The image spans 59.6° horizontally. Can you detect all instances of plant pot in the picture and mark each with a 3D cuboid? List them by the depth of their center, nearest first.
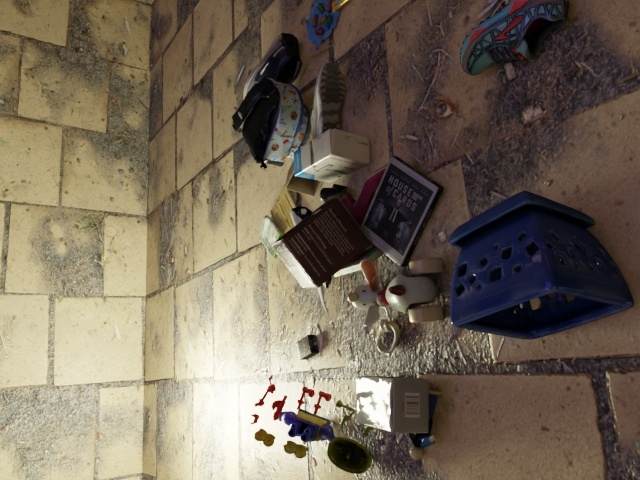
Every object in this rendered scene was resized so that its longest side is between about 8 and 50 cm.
[{"bbox_3d":[0.393,0.048,1.052,0.236,0.236,0.212,-37,48,48],"label":"plant pot"},{"bbox_3d":[-0.053,-0.229,1.870,0.109,0.109,0.096,-60,28,32],"label":"plant pot"}]

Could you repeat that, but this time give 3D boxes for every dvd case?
[{"bbox_3d":[0.208,-0.078,1.480,0.179,0.029,0.239,42,122,37],"label":"dvd case"}]

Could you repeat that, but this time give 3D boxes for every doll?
[{"bbox_3d":[0.247,0.445,1.357,0.129,0.046,0.189,26,107,62],"label":"doll"}]

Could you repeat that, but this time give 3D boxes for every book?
[{"bbox_3d":[0.109,0.061,1.582,0.144,0.096,0.035,-21,103,51],"label":"book"}]

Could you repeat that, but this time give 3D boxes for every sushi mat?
[{"bbox_3d":[-0.105,-0.043,1.984,0.151,0.019,0.317,-57,42,35],"label":"sushi mat"}]

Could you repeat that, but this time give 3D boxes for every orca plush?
[{"bbox_3d":[0.000,0.000,1.753,0.102,0.151,0.287,-30,52,14],"label":"orca plush"}]

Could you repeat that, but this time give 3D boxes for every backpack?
[{"bbox_3d":[-0.154,-0.419,1.951,0.276,0.213,0.263,56,138,36],"label":"backpack"}]

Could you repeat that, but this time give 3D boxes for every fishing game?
[{"bbox_3d":[0.000,-0.773,1.927,0.189,0.041,0.264,2,86,54],"label":"fishing game"}]

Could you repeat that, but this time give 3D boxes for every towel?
[{"bbox_3d":[-0.188,-0.014,2.083,0.152,0.023,0.113,49,133,51],"label":"towel"}]

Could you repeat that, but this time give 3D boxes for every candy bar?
[{"bbox_3d":[0.091,-0.793,1.803,0.161,0.018,0.040,-18,71,50],"label":"candy bar"}]

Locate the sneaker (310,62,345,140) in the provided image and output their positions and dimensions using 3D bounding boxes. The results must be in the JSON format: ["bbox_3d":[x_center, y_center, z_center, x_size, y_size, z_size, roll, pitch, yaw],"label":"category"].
[{"bbox_3d":[0.004,-0.432,1.806,0.115,0.105,0.281,7,91,56],"label":"sneaker"}]

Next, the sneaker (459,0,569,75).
[{"bbox_3d":[0.410,-0.432,1.205,0.262,0.104,0.125,-38,56,47],"label":"sneaker"}]

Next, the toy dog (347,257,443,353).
[{"bbox_3d":[0.167,0.143,1.423,0.333,0.161,0.220,-44,50,44],"label":"toy dog"}]

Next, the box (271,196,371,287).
[{"bbox_3d":[-0.002,0.011,1.578,0.167,0.203,0.168,53,164,-5],"label":"box"}]

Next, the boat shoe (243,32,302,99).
[{"bbox_3d":[-0.185,-0.596,2.089,0.340,0.127,0.158,-53,37,36],"label":"boat shoe"}]

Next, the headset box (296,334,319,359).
[{"bbox_3d":[-0.045,0.350,1.822,0.083,0.032,0.062,-39,54,45],"label":"headset box"}]

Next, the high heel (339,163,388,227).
[{"bbox_3d":[0.157,-0.123,1.586,0.244,0.082,0.117,-36,92,29],"label":"high heel"}]

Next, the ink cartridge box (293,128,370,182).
[{"bbox_3d":[0.033,-0.253,1.696,0.203,0.148,0.086,-20,68,54],"label":"ink cartridge box"}]

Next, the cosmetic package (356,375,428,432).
[{"bbox_3d":[0.171,0.398,1.374,0.238,0.107,0.127,145,129,-66],"label":"cosmetic package"}]

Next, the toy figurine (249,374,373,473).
[{"bbox_3d":[-0.004,0.536,1.654,0.362,0.217,0.191,15,81,13],"label":"toy figurine"}]

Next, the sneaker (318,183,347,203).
[{"bbox_3d":[0.037,-0.122,1.689,0.057,0.161,0.075,15,109,16],"label":"sneaker"}]
